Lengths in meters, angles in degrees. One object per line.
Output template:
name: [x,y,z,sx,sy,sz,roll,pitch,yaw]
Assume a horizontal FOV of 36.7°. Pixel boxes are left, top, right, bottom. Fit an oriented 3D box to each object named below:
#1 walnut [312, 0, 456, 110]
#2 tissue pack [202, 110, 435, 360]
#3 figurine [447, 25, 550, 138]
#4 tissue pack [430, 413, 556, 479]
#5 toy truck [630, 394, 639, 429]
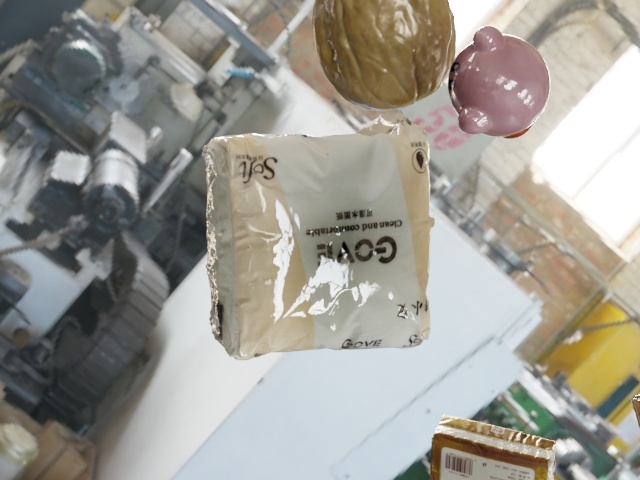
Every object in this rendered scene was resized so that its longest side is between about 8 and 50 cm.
walnut: [0.119,-0.397,1.775,0.277,0.251,0.313,-41,115,-67]
tissue pack: [0.000,0.000,1.532,0.375,0.390,0.195,-7,7,-21]
figurine: [0.286,-0.251,1.568,0.173,0.173,0.173,41,7,-6]
tissue pack: [0.320,0.438,1.795,0.226,0.183,0.092,8,29,20]
toy truck: [0.670,0.317,1.686,0.305,0.162,0.136,7,67,-52]
